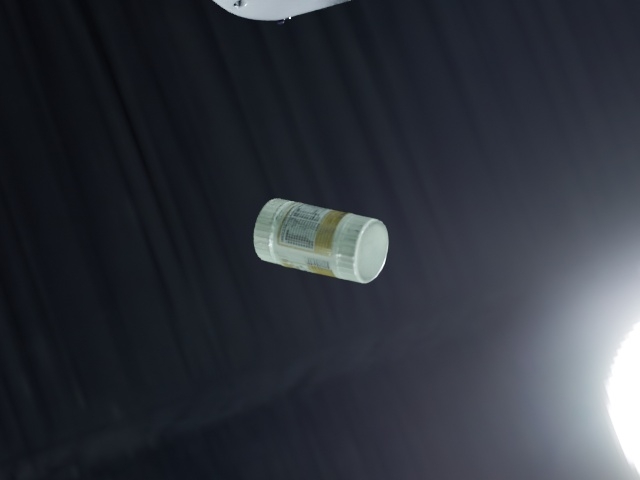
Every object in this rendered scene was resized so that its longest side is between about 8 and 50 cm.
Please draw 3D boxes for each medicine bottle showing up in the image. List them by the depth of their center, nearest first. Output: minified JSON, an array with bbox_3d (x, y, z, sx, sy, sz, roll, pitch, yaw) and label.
[{"bbox_3d":[0.000,0.000,1.303,0.083,0.047,0.047,12,-170,29],"label":"medicine bottle"}]

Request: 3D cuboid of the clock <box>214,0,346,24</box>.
[{"bbox_3d":[0.033,-0.290,1.277,0.338,0.102,0.338,-21,158,-9],"label":"clock"}]
